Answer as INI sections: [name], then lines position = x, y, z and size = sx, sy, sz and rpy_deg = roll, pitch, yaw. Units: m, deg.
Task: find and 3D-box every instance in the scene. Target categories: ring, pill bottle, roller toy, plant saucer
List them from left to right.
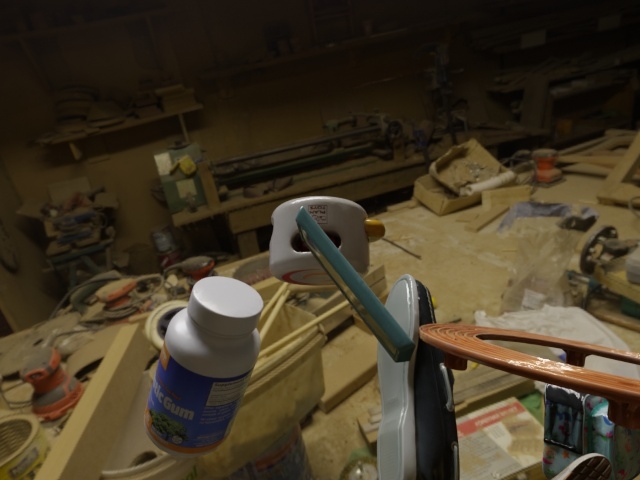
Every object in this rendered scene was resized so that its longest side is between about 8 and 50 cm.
[pill bottle]
position = -0.187, 0.202, 0.710
size = 0.152, 0.272, 0.152
rpy_deg = 18, 21, -7
[roller toy]
position = 0.000, 0.000, 0.834
size = 0.191, 0.147, 0.209
rpy_deg = 15, -22, -40
[plant saucer]
position = 0.031, 0.047, 0.463
size = 0.018, 0.067, 0.192
rpy_deg = -32, 64, -11
[ring]
position = 0.262, 0.125, 0.414
size = 0.335, 0.032, 0.336
rpy_deg = 8, -3, 0

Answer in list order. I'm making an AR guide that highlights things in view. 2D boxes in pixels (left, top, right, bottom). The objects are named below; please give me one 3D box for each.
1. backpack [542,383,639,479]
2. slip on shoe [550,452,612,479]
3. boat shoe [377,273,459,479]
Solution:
[backpack]
position = 0.629, 0.462, 1.014
size = 0.224, 0.254, 0.191
rpy_deg = 2, 6, -35
[slip on shoe]
position = 0.417, 0.401, 0.719
size = 0.135, 0.051, 0.041
rpy_deg = -41, -9, -4
[boat shoe]
position = 0.136, 0.197, 0.599
size = 0.091, 0.303, 0.114
rpy_deg = 13, -23, -12
